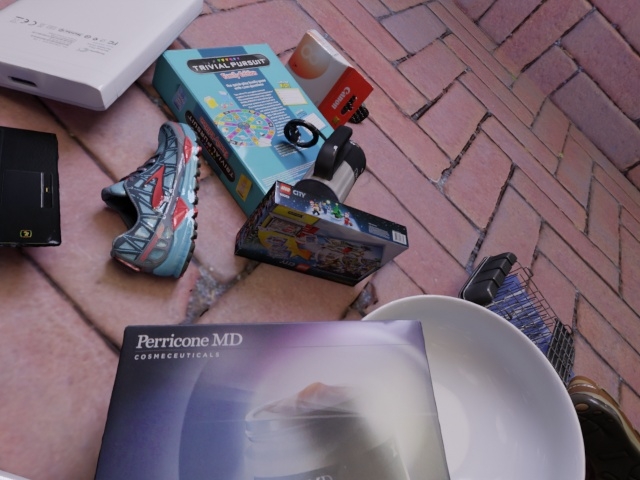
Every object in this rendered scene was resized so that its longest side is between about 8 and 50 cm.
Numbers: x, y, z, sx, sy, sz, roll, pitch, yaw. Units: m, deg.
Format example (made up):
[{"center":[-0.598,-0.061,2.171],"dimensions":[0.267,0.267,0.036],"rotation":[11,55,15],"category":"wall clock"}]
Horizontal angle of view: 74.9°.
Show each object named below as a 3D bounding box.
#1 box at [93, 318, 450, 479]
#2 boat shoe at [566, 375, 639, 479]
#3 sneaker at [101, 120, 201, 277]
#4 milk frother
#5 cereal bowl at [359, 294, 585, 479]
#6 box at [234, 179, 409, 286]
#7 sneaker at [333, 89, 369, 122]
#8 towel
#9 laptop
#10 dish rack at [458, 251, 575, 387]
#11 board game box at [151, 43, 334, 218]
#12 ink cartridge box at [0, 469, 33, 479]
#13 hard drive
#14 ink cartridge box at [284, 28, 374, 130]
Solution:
[{"center":[-0.042,0.242,0.397],"dimensions":[0.296,0.183,0.294],"rotation":[-1,56,-5],"category":"box"},{"center":[0.582,0.408,0.816],"dimensions":[0.324,0.122,0.120],"rotation":[60,34,-6],"category":"boat shoe"},{"center":[-0.241,-0.078,0.597],"dimensions":[0.125,0.104,0.262],"rotation":[9,56,-28],"category":"sneaker"},{"center":[-0.013,-0.124,0.695],"dimensions":[0.143,0.129,0.135],"rotation":[8,43,23],"category":"milk frother"},{"center":[0.164,0.258,0.589],"dimensions":[0.338,0.141,0.339],"rotation":[2,57,-3],"category":"cereal bowl"},{"center":[0.000,0.000,0.672],"dimensions":[0.233,0.159,0.044],"rotation":[18,54,-25],"category":"box"},{"center":[0.060,-0.351,0.995],"dimensions":[0.161,0.057,0.075],"rotation":[36,25,-55],"category":"sneaker"},{"center":[0.447,0.244,0.913],"dimensions":[0.243,0.040,0.336],"rotation":[-10,69,-41],"category":"towel"},{"center":[-0.422,-0.119,0.434],"dimensions":[0.264,0.137,0.234],"rotation":[2,44,-35],"category":"laptop"},{"center":[0.422,0.166,0.868],"dimensions":[0.208,0.074,0.271],"rotation":[-34,87,-44],"category":"dish rack"},{"center":[-0.111,-0.216,0.796],"dimensions":[0.253,0.079,0.336],"rotation":[-29,80,-43],"category":"board game box"},{"center":[-0.369,0.299,0.211],"dimensions":[0.279,0.160,0.385],"rotation":[30,48,-15],"category":"ink cartridge box"},{"center":[-0.369,-0.348,0.679],"dimensions":[0.233,0.047,0.353],"rotation":[15,51,1],"category":"hard drive"},{"center":[0.004,-0.337,0.913],"dimensions":[0.179,0.145,0.045],"rotation":[44,41,-3],"category":"ink cartridge box"}]
